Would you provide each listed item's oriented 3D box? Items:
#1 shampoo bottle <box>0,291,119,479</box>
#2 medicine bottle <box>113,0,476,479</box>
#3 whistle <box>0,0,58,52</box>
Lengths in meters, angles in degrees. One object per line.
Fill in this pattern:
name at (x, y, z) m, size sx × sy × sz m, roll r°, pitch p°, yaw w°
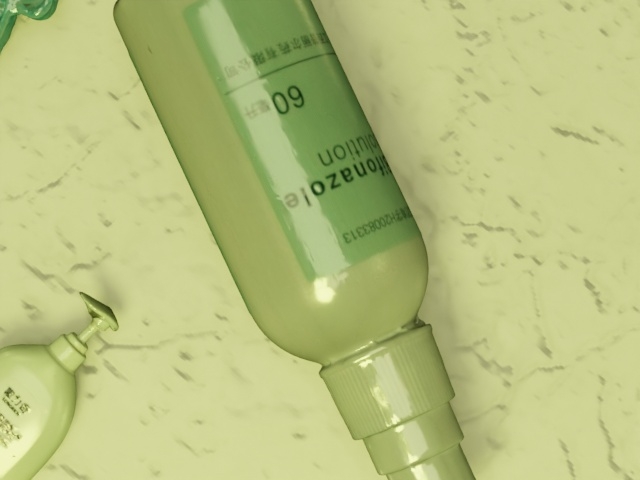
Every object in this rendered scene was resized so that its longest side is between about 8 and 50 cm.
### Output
shampoo bottle at (-0.177, 0.095, 0.998) m, size 0.152 × 0.045 × 0.077 m, roll -43°, pitch 87°, yaw -2°
medicine bottle at (0.000, 0.000, 0.968) m, size 0.110 × 0.110 × 0.352 m, roll -25°, pitch 88°, yaw -1°
whistle at (-0.217, -0.199, 0.992) m, size 0.274 × 0.093 × 0.186 m, roll -27°, pitch 88°, yaw 2°
